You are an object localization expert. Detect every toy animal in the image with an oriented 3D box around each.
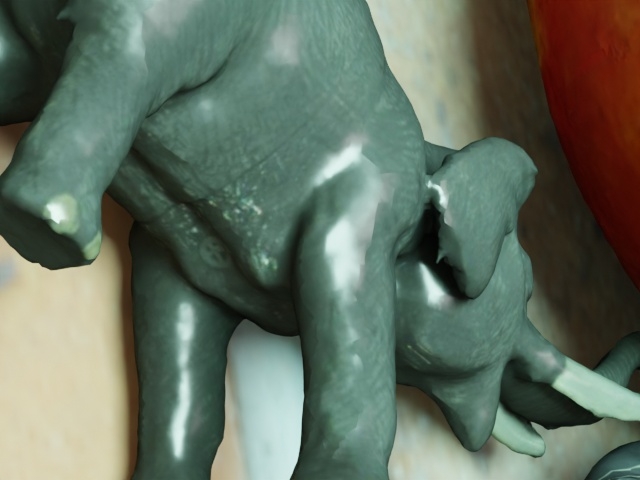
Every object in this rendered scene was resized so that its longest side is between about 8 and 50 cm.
[{"bbox_3d":[-0.001,0.009,0.400,0.269,0.082,0.137,41,52,-31],"label":"toy animal"}]

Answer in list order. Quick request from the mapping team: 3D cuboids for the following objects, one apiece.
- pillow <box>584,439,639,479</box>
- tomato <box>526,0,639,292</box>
[{"bbox_3d":[0.184,0.163,0.544,0.335,0.092,0.161,24,70,-42],"label":"pillow"},{"bbox_3d":[0.164,-0.043,0.533,0.338,0.144,0.338,44,28,-31],"label":"tomato"}]
